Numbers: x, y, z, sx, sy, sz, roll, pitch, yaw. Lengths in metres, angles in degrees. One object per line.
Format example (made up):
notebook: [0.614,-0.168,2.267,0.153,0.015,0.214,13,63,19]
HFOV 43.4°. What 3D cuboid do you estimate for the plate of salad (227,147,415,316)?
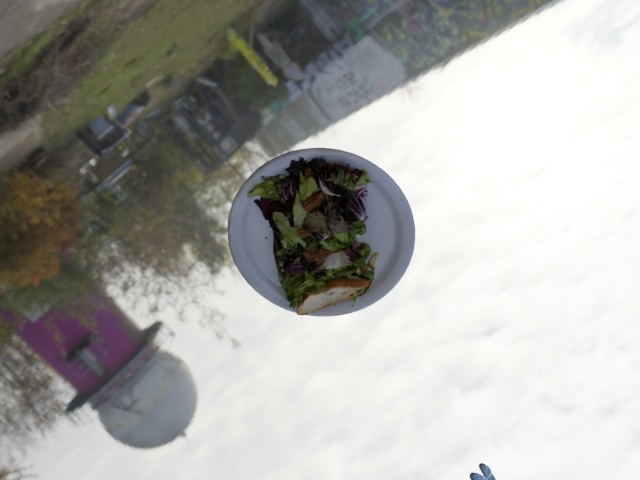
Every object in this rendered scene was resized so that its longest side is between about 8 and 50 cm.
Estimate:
plate of salad: [0.000,0.000,0.844,0.200,0.200,0.048,-37,-162,20]

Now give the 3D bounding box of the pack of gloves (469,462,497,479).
pack of gloves: [0.250,0.449,1.171,0.046,0.232,0.195,5,-123,39]
